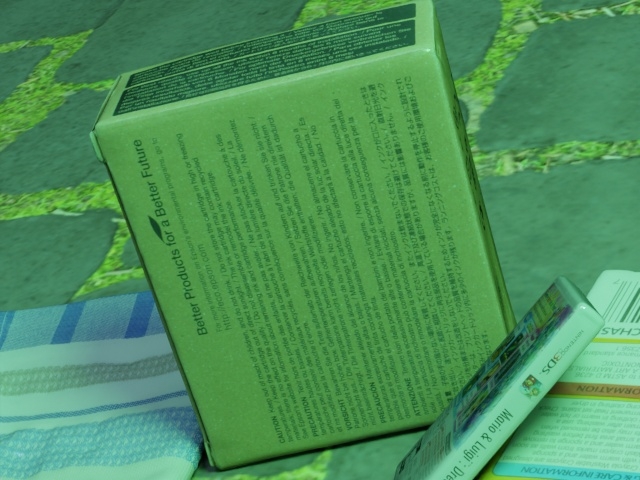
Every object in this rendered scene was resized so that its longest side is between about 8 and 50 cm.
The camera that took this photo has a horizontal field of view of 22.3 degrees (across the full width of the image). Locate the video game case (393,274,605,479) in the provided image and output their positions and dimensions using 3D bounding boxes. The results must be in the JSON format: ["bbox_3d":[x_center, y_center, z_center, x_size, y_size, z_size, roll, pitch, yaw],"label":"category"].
[{"bbox_3d":[0.086,0.082,0.822,0.143,0.019,0.157,-50,-2,6],"label":"video game case"}]

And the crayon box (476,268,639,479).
[{"bbox_3d":[0.177,0.134,0.746,0.203,0.083,0.323,1,32,32],"label":"crayon box"}]

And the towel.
[{"bbox_3d":[-0.166,0.115,1.036,0.209,0.034,0.285,-8,29,16],"label":"towel"}]

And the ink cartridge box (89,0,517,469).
[{"bbox_3d":[0.000,0.000,0.933,0.193,0.234,0.088,-11,28,10],"label":"ink cartridge box"}]
